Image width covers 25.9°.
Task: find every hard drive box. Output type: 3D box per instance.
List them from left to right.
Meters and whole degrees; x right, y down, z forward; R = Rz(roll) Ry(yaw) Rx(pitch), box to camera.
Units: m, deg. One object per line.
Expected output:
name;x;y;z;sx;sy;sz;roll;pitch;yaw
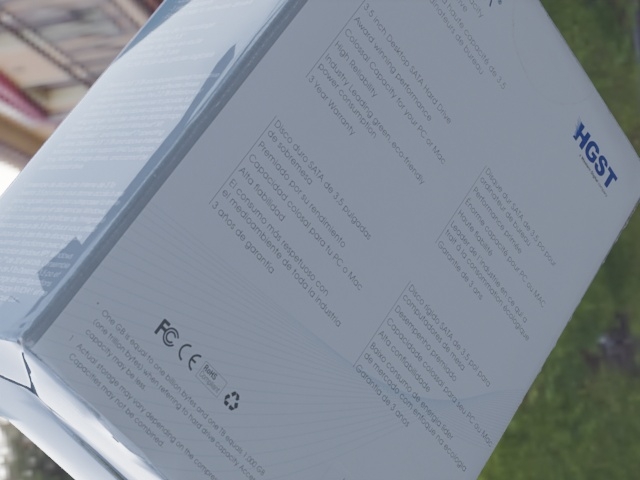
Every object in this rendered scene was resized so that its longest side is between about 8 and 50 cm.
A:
hard drive box;0.000;0.000;0.504;0.181;0.089;0.232;51;-118;-30
